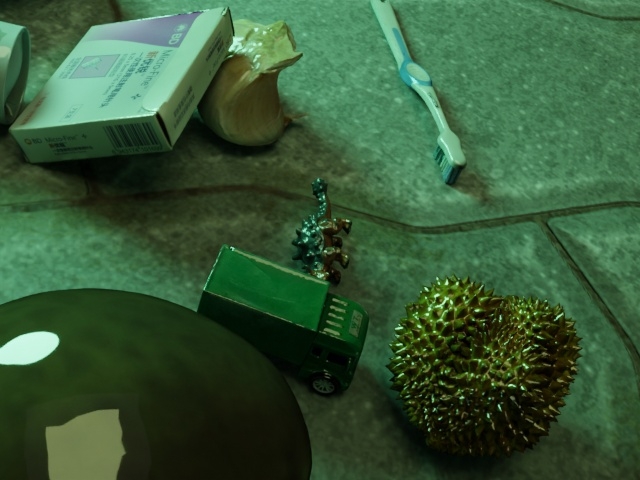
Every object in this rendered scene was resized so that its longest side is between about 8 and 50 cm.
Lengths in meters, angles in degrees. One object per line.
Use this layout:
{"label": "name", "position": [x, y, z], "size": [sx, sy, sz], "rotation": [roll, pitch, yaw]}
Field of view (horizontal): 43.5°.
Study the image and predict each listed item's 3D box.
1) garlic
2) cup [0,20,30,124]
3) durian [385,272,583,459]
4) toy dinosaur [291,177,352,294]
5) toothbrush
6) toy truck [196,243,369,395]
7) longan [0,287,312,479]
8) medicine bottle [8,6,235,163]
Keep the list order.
{"label": "garlic", "position": [-0.084, -0.181, 0.903], "size": [0.124, 0.099, 0.174], "rotation": [-15, 49, -8]}
{"label": "cup", "position": [-0.358, -0.160, 0.766], "size": [0.133, 0.099, 0.136], "rotation": [12, 45, -11]}
{"label": "durian", "position": [0.135, 0.106, 0.688], "size": [0.158, 0.137, 0.168], "rotation": [18, 55, 24]}
{"label": "toy dinosaur", "position": [0.000, 0.000, 0.788], "size": [0.055, 0.049, 0.154], "rotation": [8, 51, -9]}
{"label": "toothbrush", "position": [0.122, -0.220, 1.047], "size": [0.040, 0.040, 0.386], "rotation": [2, 48, -19]}
{"label": "toy truck", "position": [-0.030, 0.070, 0.689], "size": [0.147, 0.079, 0.065], "rotation": [21, 44, -3]}
{"label": "longan", "position": [-0.130, 0.147, 0.461], "size": [0.258, 0.258, 0.258], "rotation": [11, 46, -11]}
{"label": "medicine bottle", "position": [-0.191, -0.158, 0.812], "size": [0.171, 0.052, 0.201], "rotation": [-2, 43, 20]}
